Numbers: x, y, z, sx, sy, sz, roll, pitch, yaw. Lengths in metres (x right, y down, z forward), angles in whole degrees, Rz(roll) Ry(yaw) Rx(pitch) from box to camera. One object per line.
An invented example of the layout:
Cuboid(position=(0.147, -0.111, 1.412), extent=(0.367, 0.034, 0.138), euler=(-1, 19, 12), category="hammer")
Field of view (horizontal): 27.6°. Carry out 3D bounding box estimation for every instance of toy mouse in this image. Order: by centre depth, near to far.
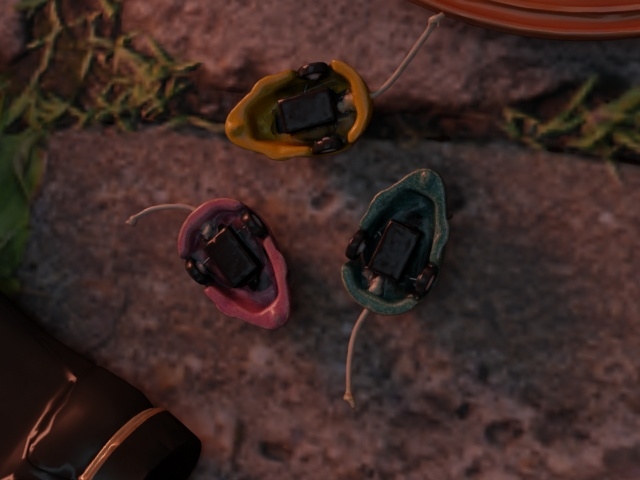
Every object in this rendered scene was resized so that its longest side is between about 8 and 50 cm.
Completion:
Cuboid(position=(0.000, 0.000, 0.550), extent=(0.161, 0.031, 0.143), euler=(-18, 84, 15), category="toy mouse")

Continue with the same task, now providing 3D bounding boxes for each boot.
Cuboid(position=(-0.166, 0.121, 0.564), extent=(0.137, 0.077, 0.198), euler=(38, 73, 18), category="boot")

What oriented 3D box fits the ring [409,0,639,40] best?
Cuboid(position=(0.116, -0.246, 0.526), extent=(0.337, 0.032, 0.336), euler=(0, 89, 15), category="ring")
